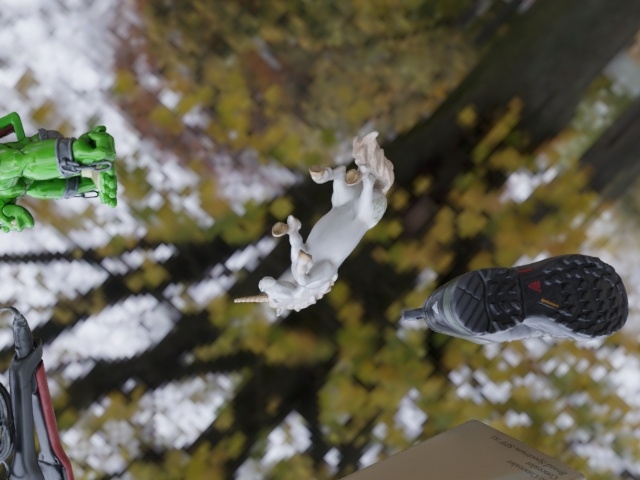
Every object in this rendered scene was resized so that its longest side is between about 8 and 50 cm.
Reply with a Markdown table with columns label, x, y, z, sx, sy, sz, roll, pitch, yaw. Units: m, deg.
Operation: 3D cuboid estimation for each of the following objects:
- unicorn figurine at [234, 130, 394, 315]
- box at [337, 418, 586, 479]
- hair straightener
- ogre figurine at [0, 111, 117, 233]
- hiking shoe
| label | x | y | z | sx | sy | sz | roll | pitch | yaw |
| --- | --- | --- | --- | --- | --- | --- | --- | --- | --- |
| unicorn figurine | 0.000 | 0.000 | 1.363 | 0.060 | 0.162 | 0.111 | 52 | -179 | 23 |
| box | 0.062 | 0.271 | 1.542 | 0.311 | 0.121 | 0.148 | -20 | -151 | -36 |
| hair straightener | -0.232 | 0.161 | 1.427 | 0.089 | 0.230 | 0.047 | -21 | -155 | -40 |
| ogre figurine | -0.232 | -0.060 | 1.564 | 0.118 | 0.096 | 0.197 | -5 | -164 | -9 |
| hiking shoe | 0.193 | 0.057 | 1.814 | 0.227 | 0.086 | 0.114 | 4 | 173 | -34 |
